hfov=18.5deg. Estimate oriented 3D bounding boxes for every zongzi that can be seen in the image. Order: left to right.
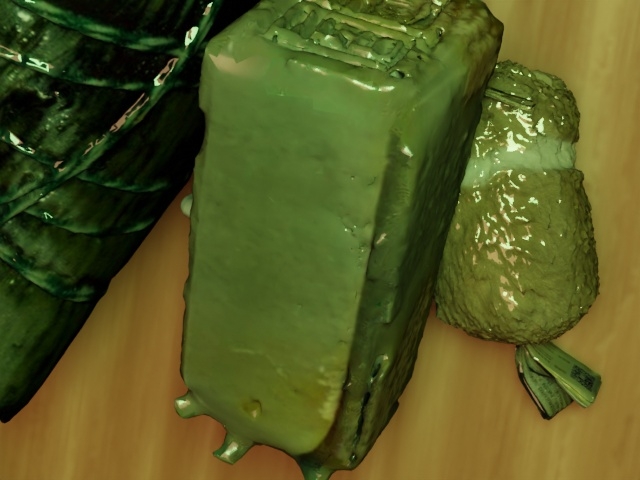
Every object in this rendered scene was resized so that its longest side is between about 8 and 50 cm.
[{"bbox_3d":[-0.159,-0.140,1.088,0.383,0.362,0.319,-37,70,16],"label":"zongzi"}]

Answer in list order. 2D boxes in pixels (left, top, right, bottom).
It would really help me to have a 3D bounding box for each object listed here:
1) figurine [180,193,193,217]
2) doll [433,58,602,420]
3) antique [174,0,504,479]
[{"bbox_3d":[-0.050,-0.011,1.211,0.082,0.094,0.086,44,111,34],"label":"figurine"},{"bbox_3d":[0.112,0.002,1.175,0.105,0.115,0.221,-7,103,3],"label":"doll"},{"bbox_3d":[0.000,0.000,1.102,0.125,0.150,0.284,19,120,14],"label":"antique"}]
